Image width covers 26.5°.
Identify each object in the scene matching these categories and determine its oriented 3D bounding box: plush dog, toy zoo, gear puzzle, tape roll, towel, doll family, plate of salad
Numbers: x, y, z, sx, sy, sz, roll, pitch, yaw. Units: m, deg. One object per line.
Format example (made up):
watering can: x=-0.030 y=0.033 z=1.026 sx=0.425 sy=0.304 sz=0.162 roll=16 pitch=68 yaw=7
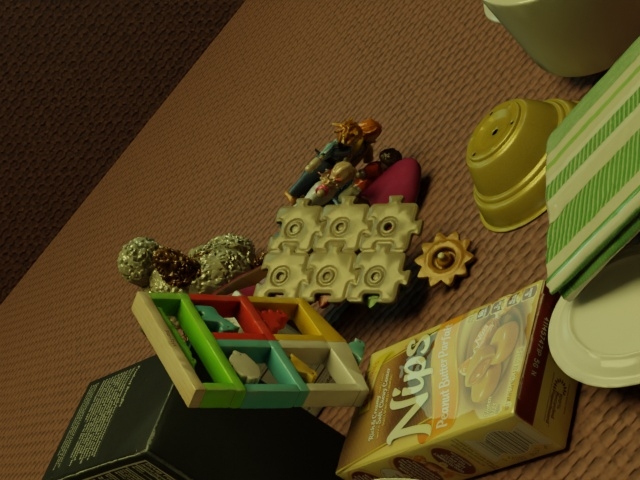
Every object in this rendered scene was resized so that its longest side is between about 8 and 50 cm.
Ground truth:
plush dog: x=-0.202 y=0.077 z=2.369 sx=0.225 sy=0.262 sz=0.211 roll=-33 pitch=62 yaw=60
toy zoo: x=-0.068 y=0.135 z=1.684 sx=0.192 sy=0.293 sz=0.030 roll=52 pitch=127 yaw=44
gear puzzle: x=0.070 y=0.021 z=1.939 sx=0.339 sy=0.044 sz=0.175 roll=-1 pitch=62 yaw=32
tape roll: x=0.346 y=-0.368 z=1.848 sx=0.246 sy=0.169 sz=0.246 roll=-26 pitch=44 yaw=28
towel: x=0.338 y=-0.102 z=1.534 sx=0.248 sy=0.038 sz=0.325 roll=-51 pitch=15 yaw=32
doll family: x=0.025 y=-0.123 z=2.144 sx=0.163 sy=0.118 sz=0.263 roll=-47 pitch=-12 yaw=27
plate of salad: x=0.338 y=0.081 z=1.443 sx=0.199 sy=0.048 sz=0.200 roll=-23 pitch=37 yaw=19

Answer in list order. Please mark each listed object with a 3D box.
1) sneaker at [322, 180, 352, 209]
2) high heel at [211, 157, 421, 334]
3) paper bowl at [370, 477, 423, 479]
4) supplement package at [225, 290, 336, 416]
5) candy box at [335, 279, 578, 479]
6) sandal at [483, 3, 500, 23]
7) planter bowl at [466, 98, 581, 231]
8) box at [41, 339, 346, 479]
sneaker: x=-0.002 y=-0.041 z=2.281 sx=0.090 sy=0.081 sz=0.232 roll=-44 pitch=17 yaw=30
high heel: x=0.000 y=0.000 z=2.068 sx=0.377 sy=0.181 sz=0.127 roll=-57 pitch=22 yaw=-8
paper bowl: x=0.044 y=0.359 z=1.375 sx=0.284 sy=0.148 sz=0.284 roll=-20 pitch=35 yaw=14
supplement package: x=-0.070 y=0.170 z=1.964 sx=0.105 sy=0.179 sz=0.105 roll=-55 pitch=22 yaw=-1
candy box: x=0.164 y=0.184 z=1.598 sx=0.316 sy=0.087 sz=0.183 roll=-29 pitch=33 yaw=47
sandal: x=0.374 y=-0.373 z=2.021 sx=0.265 sy=0.076 sz=0.102 roll=-18 pitch=53 yaw=24
planter bowl: x=0.264 y=-0.125 z=1.844 sx=0.217 sy=0.090 sz=0.217 roll=-43 pitch=25 yaw=26
box: x=-0.155 y=0.300 z=1.798 sx=0.294 sy=0.296 sz=0.183 roll=-24 pitch=36 yaw=50
